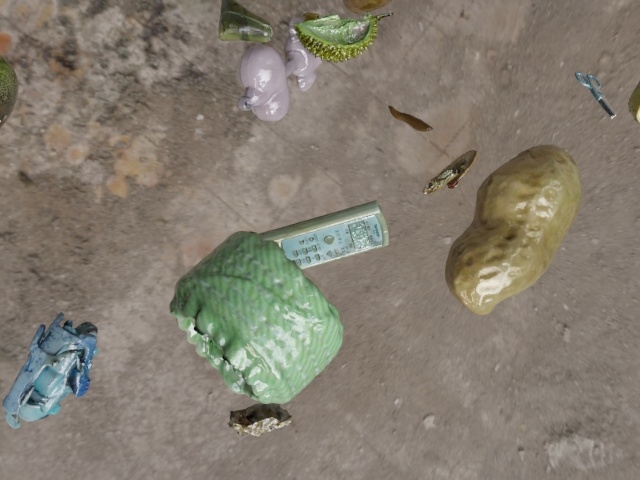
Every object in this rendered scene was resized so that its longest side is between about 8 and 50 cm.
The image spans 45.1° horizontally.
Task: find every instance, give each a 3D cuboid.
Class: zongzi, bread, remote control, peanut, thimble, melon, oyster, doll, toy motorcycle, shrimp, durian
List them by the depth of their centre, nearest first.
[{"bbox_3d":[-0.083,0.105,0.989,0.150,0.219,0.219,-43,81,-17],"label":"thimble"},{"bbox_3d":[-0.454,-0.178,1.001,0.162,0.099,0.099,-42,81,32],"label":"melon"},{"bbox_3d":[0.000,0.000,1.318,0.233,0.098,0.038,-16,47,3],"label":"remote control"},{"bbox_3d":[-0.114,0.321,1.373,0.103,0.148,0.051,-13,100,-21],"label":"oyster"},{"bbox_3d":[0.361,-0.029,1.437,0.169,0.192,0.387,8,55,46],"label":"peanut"},{"bbox_3d":[-0.144,-0.438,1.499,0.104,0.052,0.113,4,66,-6],"label":"zongzi"},{"bbox_3d":[0.053,-0.423,1.595,0.215,0.086,0.100,-9,97,-14],"label":"durian"},{"bbox_3d":[-0.072,-0.360,1.603,0.094,0.365,0.160,10,128,25],"label":"doll"},{"bbox_3d":[-0.583,0.289,1.668,0.154,0.206,0.260,32,97,10],"label":"toy motorcycle"},{"bbox_3d":[0.775,-0.335,1.757,0.117,0.064,0.156,2,132,-20],"label":"bread"},{"bbox_3d":[0.302,-0.142,1.809,0.034,0.124,0.178,43,123,-14],"label":"shrimp"}]

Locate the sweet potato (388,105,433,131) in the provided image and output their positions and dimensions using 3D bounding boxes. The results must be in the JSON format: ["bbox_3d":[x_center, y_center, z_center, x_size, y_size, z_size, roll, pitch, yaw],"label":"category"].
[{"bbox_3d":[0.191,-0.257,1.648,0.115,0.026,0.026,30,97,24],"label":"sweet potato"}]

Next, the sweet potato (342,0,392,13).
[{"bbox_3d":[0.069,-0.217,0.486,0.074,0.269,0.075,2,76,-10],"label":"sweet potato"}]

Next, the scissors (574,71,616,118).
[{"bbox_3d":[0.506,-0.266,1.404,0.014,0.058,0.119,-57,41,42],"label":"scissors"}]
